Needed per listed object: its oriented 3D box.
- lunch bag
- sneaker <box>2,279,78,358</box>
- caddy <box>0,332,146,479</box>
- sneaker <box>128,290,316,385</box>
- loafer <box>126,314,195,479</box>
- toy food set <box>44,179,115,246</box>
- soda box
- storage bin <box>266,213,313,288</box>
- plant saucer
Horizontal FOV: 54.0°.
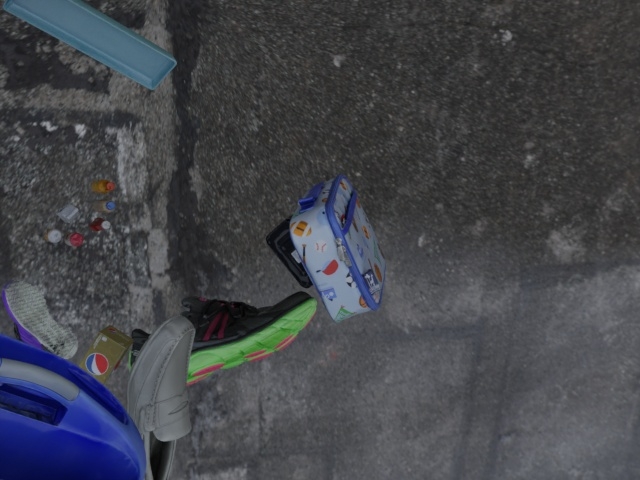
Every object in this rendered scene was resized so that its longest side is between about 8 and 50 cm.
[{"bbox_3d":[0.038,0.003,1.216,0.115,0.303,0.243,-20,106,13],"label":"lunch bag"},{"bbox_3d":[-0.842,0.238,1.810,0.146,0.102,0.293,-4,128,28],"label":"sneaker"},{"bbox_3d":[-0.351,0.205,0.680,0.179,0.241,0.341,-48,128,7],"label":"caddy"},{"bbox_3d":[-0.240,0.209,1.531,0.483,0.185,0.202,-18,71,-9],"label":"sneaker"},{"bbox_3d":[-0.249,0.267,0.999,0.112,0.112,0.319,26,112,17],"label":"loafer"},{"bbox_3d":[-0.665,-0.067,1.790,0.232,0.105,0.111,-50,121,-26],"label":"toy food set"},{"bbox_3d":[-0.454,0.265,1.264,0.061,0.058,0.181,33,98,-3],"label":"soda box"},{"bbox_3d":[-0.041,0.021,1.668,0.180,0.084,0.122,52,127,1],"label":"storage bin"},{"bbox_3d":[-0.269,-0.247,0.748,0.192,0.018,0.067,26,143,-31],"label":"plant saucer"}]
